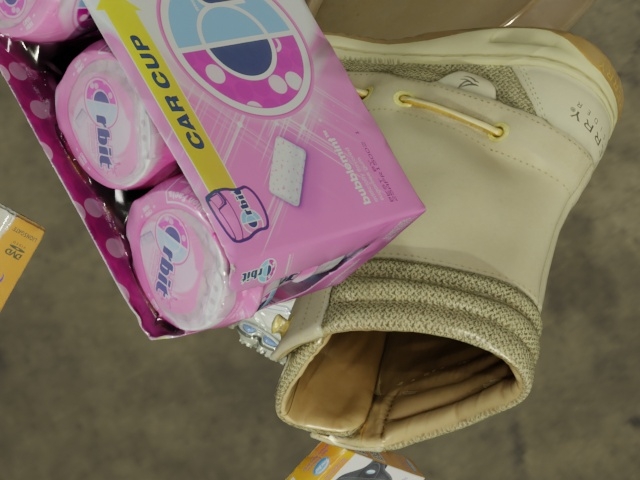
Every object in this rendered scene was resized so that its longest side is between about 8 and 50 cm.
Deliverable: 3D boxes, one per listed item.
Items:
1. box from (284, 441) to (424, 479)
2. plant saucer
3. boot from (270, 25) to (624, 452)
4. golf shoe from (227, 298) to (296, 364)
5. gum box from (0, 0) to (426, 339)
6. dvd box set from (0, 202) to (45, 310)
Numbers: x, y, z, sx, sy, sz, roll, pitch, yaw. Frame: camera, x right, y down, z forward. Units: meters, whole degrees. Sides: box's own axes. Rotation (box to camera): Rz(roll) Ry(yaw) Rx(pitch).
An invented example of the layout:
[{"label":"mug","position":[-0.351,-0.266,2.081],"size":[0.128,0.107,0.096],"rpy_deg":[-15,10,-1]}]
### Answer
[{"label":"box","position":[0.028,0.208,1.553],"size":[0.081,0.136,0.028],"rpy_deg":[-48,50,13]},{"label":"plant saucer","position":[0.102,-0.194,1.350],"size":[0.278,0.278,0.041],"rpy_deg":[-50,56,35]},{"label":"boot","position":[0.000,0.000,0.880],"size":[0.262,0.203,0.095],"rpy_deg":[-2,137,27]},{"label":"golf shoe","position":[-0.083,0.052,1.883],"size":[0.176,0.069,0.086],"rpy_deg":[29,90,17]},{"label":"gum box","position":[-0.051,-0.056,0.711],"size":[0.062,0.107,0.188],"rpy_deg":[-41,73,41]},{"label":"dvd box set","position":[-0.494,0.109,1.928],"size":[0.308,0.062,0.420],"rpy_deg":[25,84,38]}]
